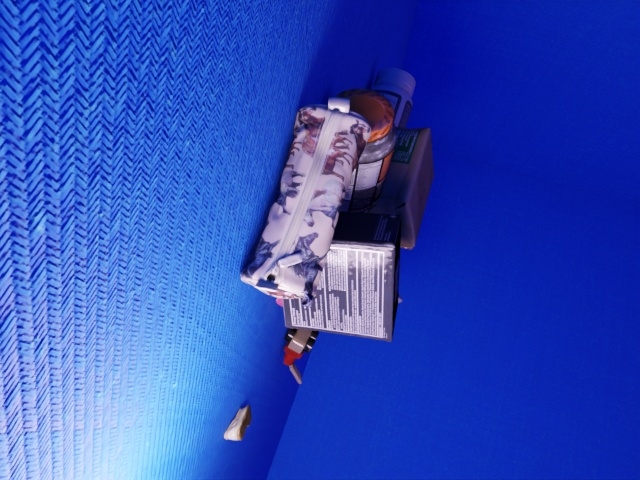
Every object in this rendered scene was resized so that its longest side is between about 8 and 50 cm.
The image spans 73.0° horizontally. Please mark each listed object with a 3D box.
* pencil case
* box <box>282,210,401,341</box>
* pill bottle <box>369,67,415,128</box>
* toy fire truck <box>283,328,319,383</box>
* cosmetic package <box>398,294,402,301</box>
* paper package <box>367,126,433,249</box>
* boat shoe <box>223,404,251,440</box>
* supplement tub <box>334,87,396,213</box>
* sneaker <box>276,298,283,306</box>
[{"bbox_3d":[-0.027,-0.078,0.886,0.183,0.160,0.409,166,-57,-81],"label":"pencil case"},{"bbox_3d":[0.057,0.084,1.148,0.182,0.295,0.295,-63,155,-57],"label":"box"},{"bbox_3d":[0.271,-0.526,1.840,0.204,0.205,0.360,59,50,-80],"label":"pill bottle"},{"bbox_3d":[-0.089,0.462,1.848,0.246,0.159,0.217,-62,178,25],"label":"toy fire truck"},{"bbox_3d":[0.179,0.173,1.858,0.162,0.229,0.453,-35,153,13],"label":"cosmetic package"},{"bbox_3d":[0.281,-0.188,1.527,0.309,0.168,0.324,63,43,-58],"label":"paper package"},{"bbox_3d":[-0.237,0.530,1.264,0.153,0.048,0.056,-68,151,-79],"label":"boat shoe"},{"bbox_3d":[0.094,-0.238,1.215,0.337,0.207,0.207,96,14,-58],"label":"supplement tub"},{"bbox_3d":[-0.094,0.150,1.305,0.170,0.063,0.074,89,26,-54],"label":"sneaker"}]
